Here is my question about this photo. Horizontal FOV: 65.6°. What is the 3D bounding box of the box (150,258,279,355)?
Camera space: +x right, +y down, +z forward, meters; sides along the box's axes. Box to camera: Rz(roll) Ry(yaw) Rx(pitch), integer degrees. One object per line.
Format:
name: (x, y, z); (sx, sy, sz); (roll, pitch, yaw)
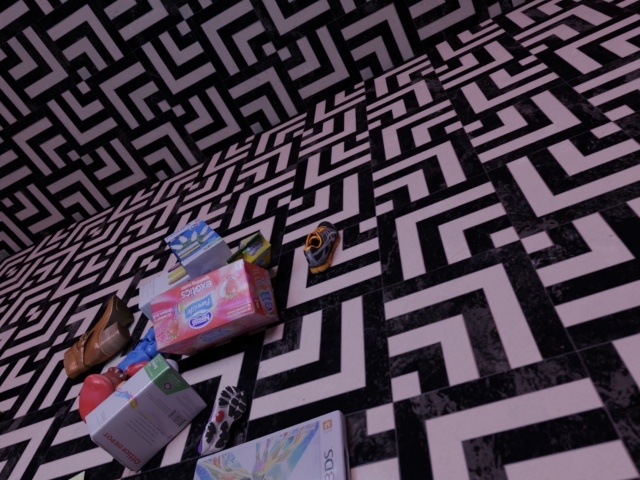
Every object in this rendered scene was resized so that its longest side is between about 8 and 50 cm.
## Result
box: (-0.281, 0.184, 1.316); (0.299, 0.142, 0.154); (-22, 67, 16)

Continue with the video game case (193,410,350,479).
video game case: (-0.099, 0.474, 0.863); (0.328, 0.036, 0.300); (-24, 30, 13)

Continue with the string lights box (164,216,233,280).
string lights box: (-0.365, 0.025, 1.482); (0.133, 0.077, 0.259); (-35, 30, -15)

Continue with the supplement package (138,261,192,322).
supplement package: (-0.423, 0.155, 1.553); (0.244, 0.134, 0.139); (-33, 30, -3)

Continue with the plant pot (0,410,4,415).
plant pot: (-1.085, 0.576, 1.603); (0.083, 0.083, 0.079); (-3, 52, 41)

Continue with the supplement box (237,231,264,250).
supplement box: (-0.222, 0.028, 1.638); (0.083, 0.056, 0.083); (-25, 30, 12)

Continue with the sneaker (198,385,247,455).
sneaker: (-0.221, 0.389, 1.082); (0.071, 0.068, 0.170); (-46, 7, 35)

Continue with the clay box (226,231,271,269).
clay box: (-0.205, 0.065, 1.439); (0.127, 0.053, 0.222); (-43, -10, -19)

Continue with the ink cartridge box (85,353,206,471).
ink cartridge box: (-0.399, 0.395, 1.145); (0.212, 0.154, 0.093); (-43, 31, -19)

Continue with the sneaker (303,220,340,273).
sneaker: (0.000, 0.000, 1.447); (0.084, 0.083, 0.215); (-21, 29, 21)

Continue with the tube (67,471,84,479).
tube: (-0.654, 0.628, 1.138); (0.240, 0.062, 0.070); (-29, 73, -5)

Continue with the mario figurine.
mario figurine: (-0.503, 0.378, 1.348); (0.320, 0.170, 0.198); (-48, -4, -46)

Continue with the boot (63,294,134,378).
boot: (-0.740, 0.318, 1.659); (0.220, 0.109, 0.283); (-37, 37, -1)
